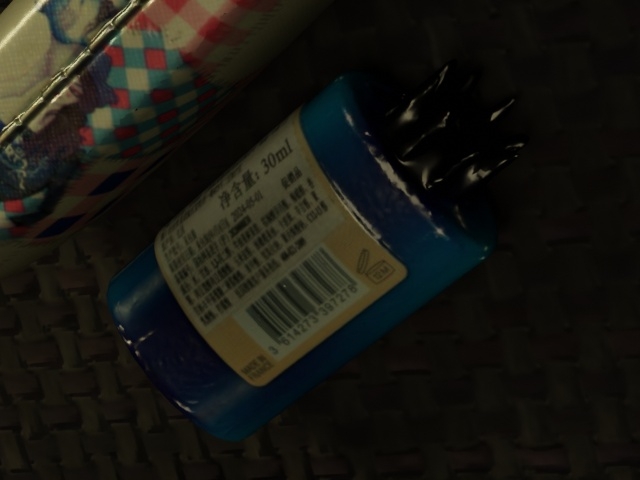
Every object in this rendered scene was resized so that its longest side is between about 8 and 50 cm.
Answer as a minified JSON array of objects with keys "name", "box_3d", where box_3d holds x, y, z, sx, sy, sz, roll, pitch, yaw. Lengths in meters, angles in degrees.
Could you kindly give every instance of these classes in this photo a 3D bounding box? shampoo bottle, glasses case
[{"name":"shampoo bottle","box_3d":[0.000,0.000,0.733,0.183,0.050,0.087,-39,90,33]},{"name":"glasses case","box_3d":[-0.050,-0.084,0.674,0.076,0.125,0.327,48,123,-2]}]
